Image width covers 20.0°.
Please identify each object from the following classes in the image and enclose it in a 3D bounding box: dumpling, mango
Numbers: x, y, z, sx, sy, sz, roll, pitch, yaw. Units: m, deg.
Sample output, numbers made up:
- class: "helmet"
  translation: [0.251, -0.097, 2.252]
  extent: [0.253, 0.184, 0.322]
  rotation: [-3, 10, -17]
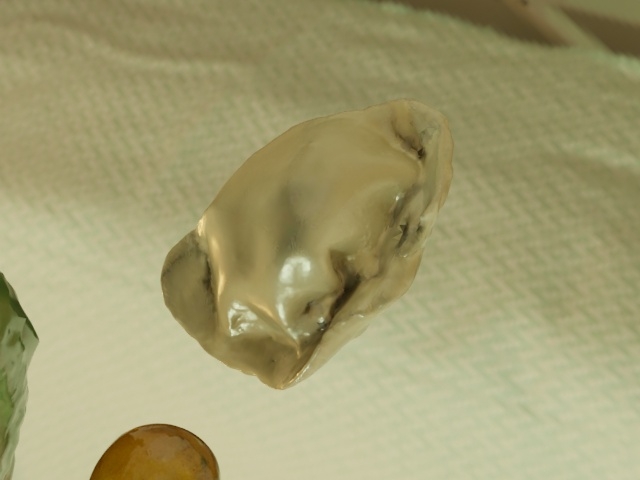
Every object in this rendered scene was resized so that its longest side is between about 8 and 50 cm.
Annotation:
- class: "dumpling"
  translation: [0.000, 0.000, 1.269]
  extent: [0.250, 0.132, 0.162]
  rotation: [-37, 65, 19]
- class: "mango"
  translation: [-0.076, 0.131, 0.859]
  extent: [0.080, 0.060, 0.114]
  rotation: [45, 147, 20]

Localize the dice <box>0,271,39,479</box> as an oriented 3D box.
- class: "dice"
  translation: [-0.375, 0.082, 1.012]
  extent: [0.322, 0.318, 0.330]
  rotation: [24, 164, 26]
